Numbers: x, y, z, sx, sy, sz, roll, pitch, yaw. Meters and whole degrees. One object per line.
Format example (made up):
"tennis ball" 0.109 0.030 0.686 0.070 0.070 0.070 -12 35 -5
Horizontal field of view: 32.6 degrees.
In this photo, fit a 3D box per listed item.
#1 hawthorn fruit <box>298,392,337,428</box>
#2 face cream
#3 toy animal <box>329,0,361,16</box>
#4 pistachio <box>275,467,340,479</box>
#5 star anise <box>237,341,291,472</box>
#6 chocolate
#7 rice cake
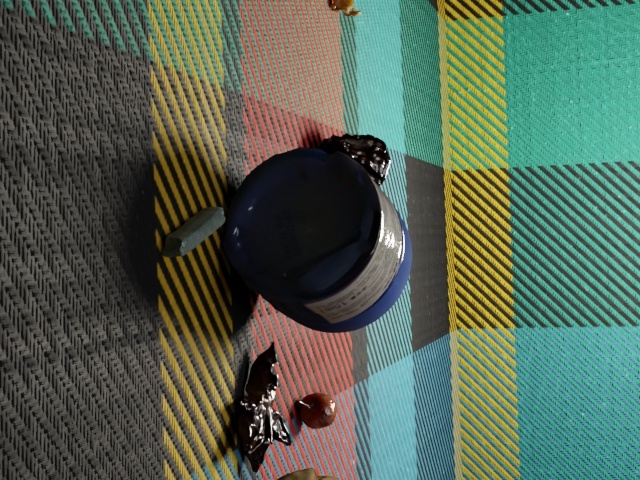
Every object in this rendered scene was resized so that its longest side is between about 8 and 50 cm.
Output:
"hawthorn fruit" -0.010 0.297 1.933 0.103 0.066 0.067 45 45 -65
"face cream" 0.000 0.000 1.667 0.225 0.249 0.249 49 42 -67
"toy animal" 0.055 -0.511 2.266 0.083 0.081 0.060 -71 161 0
"pistachio" -0.029 0.448 1.672 0.293 0.162 0.181 -43 146 -75
"star anise" -0.088 0.273 1.676 0.212 0.053 0.157 -70 152 -58
"chocolate" 0.042 -0.157 2.115 0.133 0.156 0.156 25 60 -41
"rice cake" -0.168 -0.013 1.467 0.171 0.033 0.029 -52 141 -68
